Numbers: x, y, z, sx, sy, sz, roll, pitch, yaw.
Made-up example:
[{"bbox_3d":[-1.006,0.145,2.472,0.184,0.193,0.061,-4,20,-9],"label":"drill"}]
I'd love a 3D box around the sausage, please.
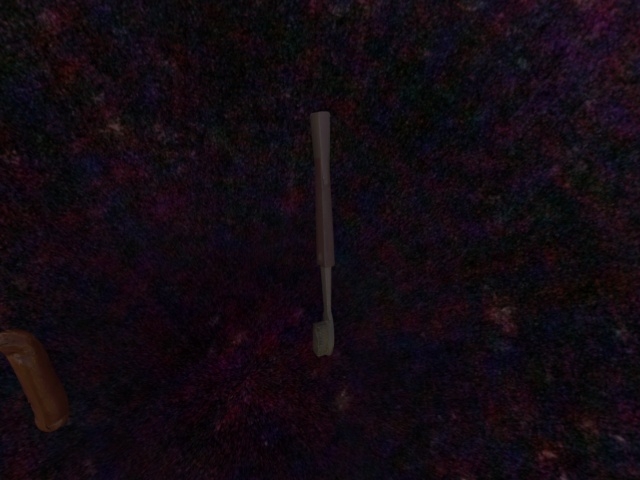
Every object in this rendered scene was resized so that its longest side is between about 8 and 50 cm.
[{"bbox_3d":[-0.319,0.157,0.496,0.036,0.158,0.042,10,36,14],"label":"sausage"}]

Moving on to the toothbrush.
[{"bbox_3d":[0.002,0.000,0.347,0.017,0.014,0.194,-6,101,-33],"label":"toothbrush"}]
